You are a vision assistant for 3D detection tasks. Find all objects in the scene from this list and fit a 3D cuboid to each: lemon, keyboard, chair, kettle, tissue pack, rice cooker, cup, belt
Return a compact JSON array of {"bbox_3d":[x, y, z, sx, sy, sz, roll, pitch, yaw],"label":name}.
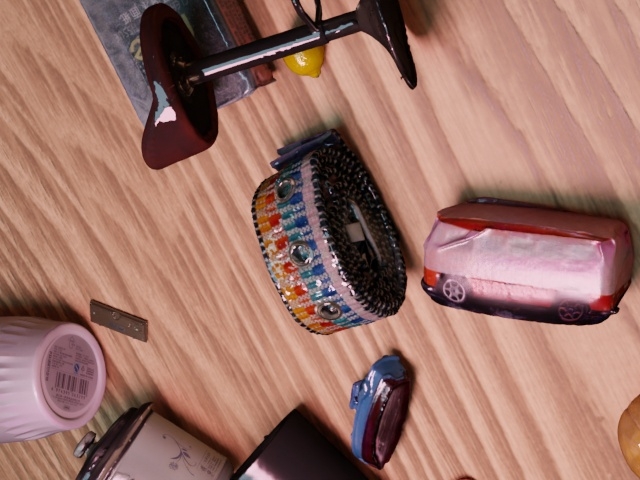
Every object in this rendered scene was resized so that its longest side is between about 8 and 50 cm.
[{"bbox_3d":[-0.025,-0.279,1.744,0.062,0.062,0.083,-21,106,36],"label":"lemon"},{"bbox_3d":[-0.381,0.153,2.201,0.129,0.015,0.049,18,127,21],"label":"keyboard"},{"bbox_3d":[-0.087,-0.256,1.613,0.401,0.226,0.226,-17,106,13],"label":"chair"},{"bbox_3d":[-0.017,0.490,2.048,0.308,0.203,0.262,42,114,1],"label":"kettle"},{"bbox_3d":[-0.235,-0.342,1.804,0.228,0.103,0.315,-19,103,35],"label":"tissue pack"},{"bbox_3d":[-0.322,0.454,2.156,0.317,0.317,0.264,36,102,9],"label":"rice cooker"},{"bbox_3d":[-0.617,0.268,2.252,0.372,0.253,0.253,-7,111,28],"label":"cup"},{"bbox_3d":[0.000,0.000,1.784,0.161,0.207,0.295,-21,101,33],"label":"belt"}]

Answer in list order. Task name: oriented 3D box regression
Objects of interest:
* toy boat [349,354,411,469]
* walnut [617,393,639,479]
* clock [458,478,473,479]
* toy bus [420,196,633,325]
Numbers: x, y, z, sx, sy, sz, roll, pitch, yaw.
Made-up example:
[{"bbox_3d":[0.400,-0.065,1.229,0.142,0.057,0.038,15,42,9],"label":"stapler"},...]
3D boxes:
[{"bbox_3d":[0.087,0.287,1.956,0.097,0.100,0.223,39,132,38],"label":"toy boat"},{"bbox_3d":[0.524,0.293,1.671,0.197,0.165,0.165,31,126,13],"label":"walnut"},{"bbox_3d":[0.233,0.487,1.940,0.061,0.155,0.113,15,126,-24],"label":"clock"},{"bbox_3d":[0.295,0.029,1.684,0.303,0.127,0.147,9,114,27],"label":"toy bus"}]
